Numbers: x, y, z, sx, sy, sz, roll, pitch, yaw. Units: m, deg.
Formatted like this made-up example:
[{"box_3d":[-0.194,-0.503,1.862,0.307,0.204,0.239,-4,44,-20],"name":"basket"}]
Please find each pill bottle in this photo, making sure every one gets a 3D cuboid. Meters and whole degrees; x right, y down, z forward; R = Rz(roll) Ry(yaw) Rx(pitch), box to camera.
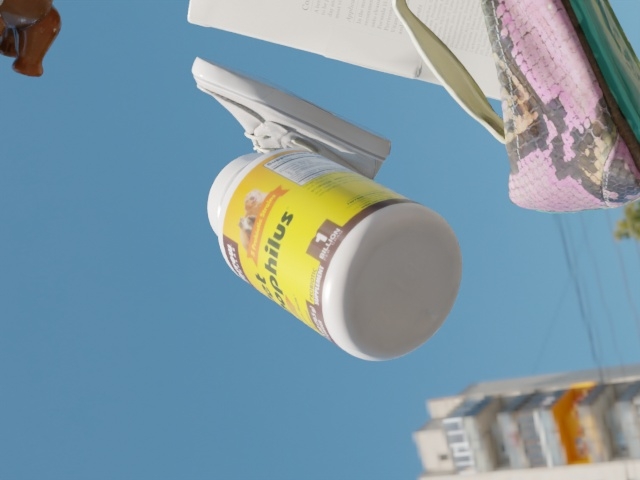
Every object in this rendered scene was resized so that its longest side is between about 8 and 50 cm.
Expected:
[{"box_3d":[0.000,0.000,0.873,0.117,0.215,0.117,-13,-65,-30],"name":"pill bottle"}]

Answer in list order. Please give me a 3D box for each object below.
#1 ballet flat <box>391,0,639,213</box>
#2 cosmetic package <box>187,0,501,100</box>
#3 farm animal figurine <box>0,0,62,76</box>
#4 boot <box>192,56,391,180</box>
[{"box_3d":[0.055,-0.110,0.405,0.077,0.079,0.221,-36,-73,-61],"name":"ballet flat"},{"box_3d":[0.080,-0.305,0.791,0.097,0.285,0.377,-70,-6,-64],"name":"cosmetic package"},{"box_3d":[-0.306,-0.203,0.629,0.327,0.330,0.172,-93,18,-72],"name":"farm animal figurine"},{"box_3d":[-0.049,-0.111,1.340,0.258,0.095,0.123,24,-80,-18],"name":"boot"}]
